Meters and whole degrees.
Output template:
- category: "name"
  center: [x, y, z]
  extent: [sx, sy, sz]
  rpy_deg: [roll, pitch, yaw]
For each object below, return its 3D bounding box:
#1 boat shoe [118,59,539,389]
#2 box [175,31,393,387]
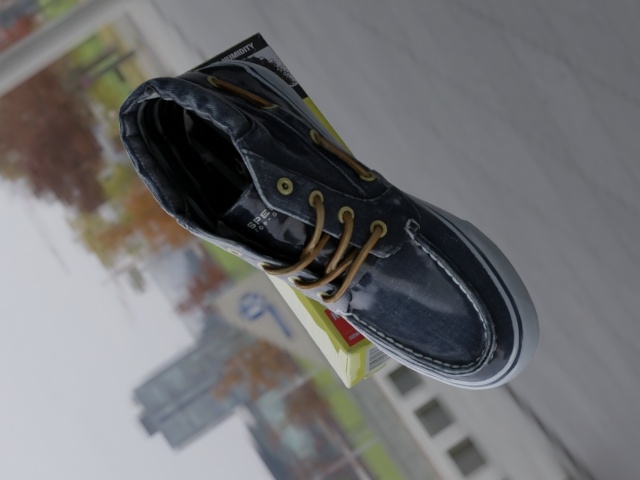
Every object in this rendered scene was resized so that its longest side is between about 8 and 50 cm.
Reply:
- category: "boat shoe"
  center: [0.000, 0.000, 0.720]
  extent: [0.183, 0.065, 0.083]
  rpy_deg: [40, -158, 12]
- category: "box"
  center: [-0.012, -0.022, 1.188]
  extent: [0.232, 0.087, 0.058]
  rpy_deg: [55, 166, 23]
